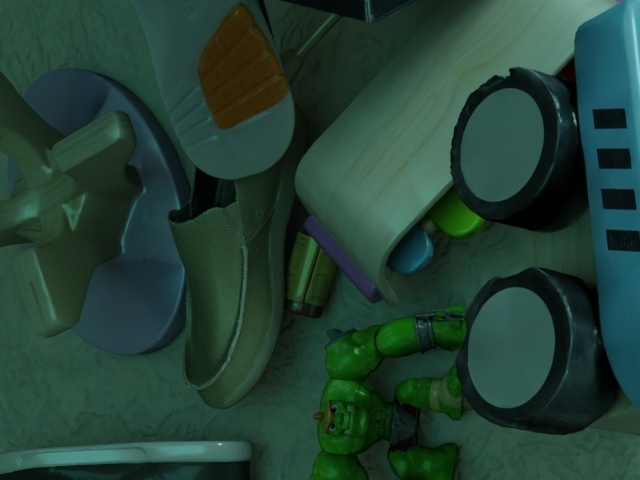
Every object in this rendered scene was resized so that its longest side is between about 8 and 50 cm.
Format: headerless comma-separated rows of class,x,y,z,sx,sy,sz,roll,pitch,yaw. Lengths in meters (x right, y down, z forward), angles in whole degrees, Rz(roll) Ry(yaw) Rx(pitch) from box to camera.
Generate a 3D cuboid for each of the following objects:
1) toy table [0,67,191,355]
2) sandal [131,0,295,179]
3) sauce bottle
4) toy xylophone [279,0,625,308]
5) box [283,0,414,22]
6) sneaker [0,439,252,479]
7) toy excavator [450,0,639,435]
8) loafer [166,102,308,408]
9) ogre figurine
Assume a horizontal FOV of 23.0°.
toy table,-0.226,-0.033,1.374,0.252,0.161,0.274,-39,71,19
sandal,-0.088,-0.177,1.228,0.102,0.076,0.265,-13,115,16
sauce bottle,0.000,0.000,1.325,0.042,0.042,0.128,20,95,26
toy xylophone,0.095,-0.119,1.236,0.323,0.081,0.236,-40,60,13
box,0.051,-0.348,1.106,0.183,0.296,0.294,19,127,37
sneaker,-0.196,0.254,1.373,0.296,0.104,0.146,-6,80,22
toy excavator,0.310,-0.097,0.996,0.445,0.222,0.432,-23,61,46
loafer,-0.083,0.006,1.323,0.102,0.092,0.268,0,80,57
ogre figurine,0.054,0.149,1.267,0.118,0.097,0.197,6,106,9
